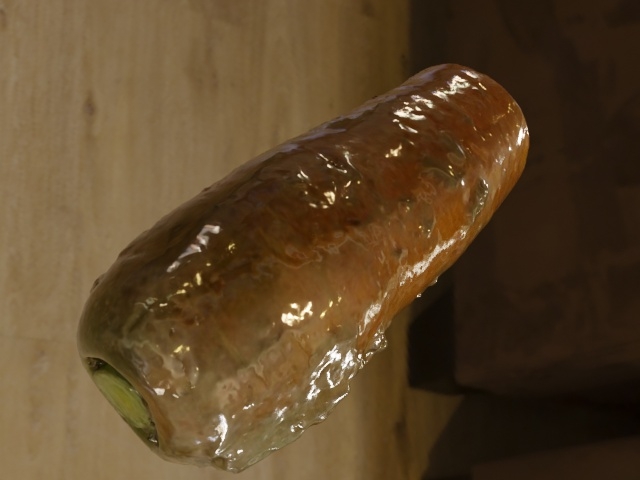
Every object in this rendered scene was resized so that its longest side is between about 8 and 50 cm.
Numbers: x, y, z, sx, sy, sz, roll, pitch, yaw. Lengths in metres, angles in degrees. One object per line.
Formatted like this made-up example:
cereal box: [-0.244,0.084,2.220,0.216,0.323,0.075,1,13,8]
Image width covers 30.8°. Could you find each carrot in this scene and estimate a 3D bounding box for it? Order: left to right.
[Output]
carrot: [0.000,0.000,0.653,0.302,0.138,0.139,-44,105,-35]
